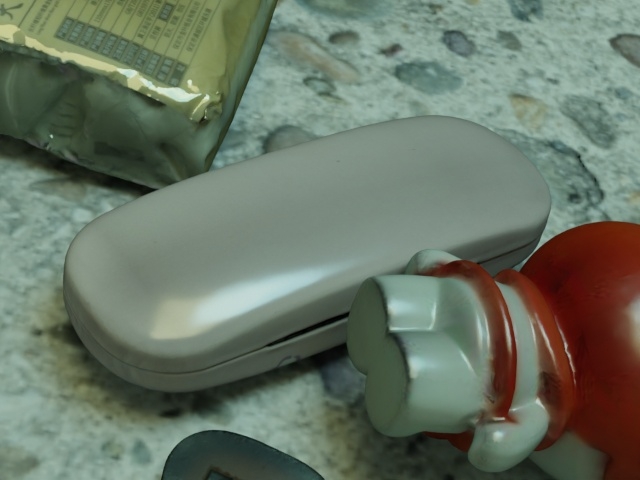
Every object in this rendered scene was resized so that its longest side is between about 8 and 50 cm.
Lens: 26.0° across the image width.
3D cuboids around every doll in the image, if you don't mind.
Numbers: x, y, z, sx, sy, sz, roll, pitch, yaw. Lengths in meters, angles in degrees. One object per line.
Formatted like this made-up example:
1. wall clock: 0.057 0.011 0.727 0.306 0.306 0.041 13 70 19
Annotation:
1. doll: 0.160 0.064 0.728 0.290 0.130 0.161 4 41 -22

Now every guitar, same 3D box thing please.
1. guitar: -0.067 0.181 0.621 0.088 0.025 0.233 24 47 7

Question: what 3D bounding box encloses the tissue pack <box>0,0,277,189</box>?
1. tissue pack: -0.129 -0.142 0.866 0.186 0.090 0.222 18 47 -2

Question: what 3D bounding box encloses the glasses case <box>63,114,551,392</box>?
1. glasses case: 0.000 0.000 0.776 0.297 0.075 0.113 -19 49 -29
